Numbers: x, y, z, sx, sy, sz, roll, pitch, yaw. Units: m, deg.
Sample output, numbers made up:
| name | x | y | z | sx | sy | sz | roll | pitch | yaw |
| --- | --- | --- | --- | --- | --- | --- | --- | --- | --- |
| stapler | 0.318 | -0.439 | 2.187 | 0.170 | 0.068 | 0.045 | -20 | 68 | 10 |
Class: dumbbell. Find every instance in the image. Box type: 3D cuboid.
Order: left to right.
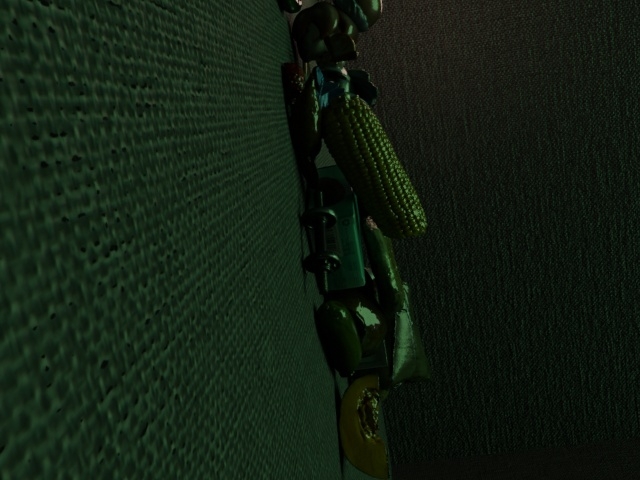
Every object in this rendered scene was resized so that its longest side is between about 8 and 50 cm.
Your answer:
| name | x | y | z | sx | sy | sz | roll | pitch | yaw |
| --- | --- | --- | --- | --- | --- | --- | --- | --- | --- |
| dumbbell | 0.000 | 0.000 | 1.398 | 0.081 | 0.082 | 0.254 | 72 | 12 | -57 |

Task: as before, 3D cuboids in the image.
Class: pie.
| name | x | y | z | sx | sy | sz | roll | pitch | yaw |
| --- | --- | --- | --- | --- | --- | --- | --- | --- | --- |
| pie | 0.168 | 0.069 | 1.765 | 0.277 | 0.079 | 0.277 | -14 | 90 | -80 |

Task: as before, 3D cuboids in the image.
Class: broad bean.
| name | x | y | z | sx | sy | sz | roll | pitch | yaw |
| --- | --- | --- | --- | --- | --- | --- | --- | --- | --- |
| broad bean | -0.084 | -0.650 | 1.669 | 0.292 | 0.049 | 0.144 | -25 | 105 | -83 |

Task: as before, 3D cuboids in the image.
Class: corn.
| name | x | y | z | sx | sy | sz | roll | pitch | yaw |
| --- | --- | --- | --- | --- | --- | --- | --- | --- | --- |
| corn | 0.123 | -0.166 | 1.554 | 0.387 | 0.144 | 0.144 | 61 | 10 | -11 |

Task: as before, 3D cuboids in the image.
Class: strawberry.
| name | x | y | z | sx | sy | sz | roll | pitch | yaw |
| --- | --- | --- | --- | --- | --- | --- | --- | --- | --- |
| strawberry | -0.059 | -0.373 | 1.535 | 0.152 | 0.048 | 0.104 | -86 | 170 | -52 |

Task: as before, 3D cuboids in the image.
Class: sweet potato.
| name | x | y | z | sx | sy | sz | roll | pitch | yaw |
| --- | --- | --- | --- | --- | --- | --- | --- | --- | --- |
| sweet potato | -0.032 | -0.238 | 1.507 | 0.075 | 0.075 | 0.269 | -87 | 176 | -63 |

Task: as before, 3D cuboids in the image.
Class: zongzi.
| name | x | y | z | sx | sy | sz | roll | pitch | yaw |
| --- | --- | --- | --- | --- | --- | --- | --- | --- | --- |
| zongzi | 0.273 | 0.300 | 2.144 | 0.393 | 0.174 | 0.356 | 11 | 81 | -49 |

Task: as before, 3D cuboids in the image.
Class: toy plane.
| name | x | y | z | sx | sy | sz | roll | pitch | yaw |
| --- | --- | --- | --- | --- | --- | --- | --- | --- | --- |
| toy plane | -0.012 | -0.290 | 1.605 | 0.169 | 0.078 | 0.246 | 20 | 89 | -64 |

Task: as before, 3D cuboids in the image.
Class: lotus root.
| name | x | y | z | sx | sy | sz | roll | pitch | yaw |
| --- | --- | --- | --- | --- | --- | --- | --- | --- | --- |
| lotus root | 0.095 | 0.192 | 1.750 | 0.260 | 0.149 | 0.267 | -26 | 104 | -85 |

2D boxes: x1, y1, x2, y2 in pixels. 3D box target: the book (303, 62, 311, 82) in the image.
| name | x | y | z | sx | sy | sz | roll | pitch | yaw |
| --- | --- | --- | --- | --- | --- | --- | --- | --- | --- |
| book | -0.041 | -0.534 | 2.105 | 0.118 | 0.012 | 0.172 | 77 | 8 | -46 |

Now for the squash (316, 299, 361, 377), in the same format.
| name | x | y | z | sx | sy | sz | roll | pitch | yaw |
| --- | --- | --- | --- | --- | --- | --- | --- | --- | --- |
| squash | 0.052 | 0.246 | 1.545 | 0.331 | 0.087 | 0.087 | 77 | 7 | -51 |

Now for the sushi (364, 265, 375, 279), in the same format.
| name | x | y | z | sx | sy | sz | roll | pitch | yaw |
| --- | --- | --- | --- | --- | --- | --- | --- | --- | --- |
| sushi | 0.117 | 0.211 | 2.170 | 0.109 | 0.134 | 0.272 | 15 | 83 | -67 |

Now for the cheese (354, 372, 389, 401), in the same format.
| name | x | y | z | sx | sy | sz | roll | pitch | yaw |
| --- | --- | --- | --- | --- | --- | --- | --- | --- | --- |
| cheese | 0.169 | 0.445 | 2.284 | 0.214 | 0.117 | 0.226 | -97 | -179 | -50 |

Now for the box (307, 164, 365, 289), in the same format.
| name | x | y | z | sx | sy | sz | roll | pitch | yaw |
| --- | --- | --- | --- | --- | --- | --- | --- | --- | --- |
| box | 0.039 | -0.041 | 1.652 | 0.311 | 0.118 | 0.205 | -88 | 171 | -60 |

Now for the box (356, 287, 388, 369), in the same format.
| name | x | y | z | sx | sy | sz | roll | pitch | yaw |
| --- | --- | --- | --- | --- | --- | --- | --- | --- | --- |
| box | 0.119 | 0.261 | 1.927 | 0.086 | 0.130 | 0.225 | -2 | 83 | -85 |

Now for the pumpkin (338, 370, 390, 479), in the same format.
| name | x | y | z | sx | sy | sz | roll | pitch | yaw |
| --- | --- | --- | --- | --- | --- | --- | --- | --- | --- |
| pumpkin | 0.092 | 0.468 | 1.609 | 0.163 | 0.111 | 0.278 | 96 | -9 | -55 |

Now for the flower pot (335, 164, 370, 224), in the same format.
| name | x | y | z | sx | sy | sz | roll | pitch | yaw |
| --- | --- | --- | --- | --- | --- | --- | --- | --- | --- |
| flower pot | 0.067 | -0.137 | 1.900 | 0.235 | 0.148 | 0.235 | -7 | 90 | -88 |

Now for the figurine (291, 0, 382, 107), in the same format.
| name | x | y | z | sx | sy | sz | roll | pitch | yaw |
| --- | --- | --- | --- | --- | --- | --- | --- | --- | --- |
| figurine | 0.048 | -0.514 | 1.831 | 0.277 | 0.248 | 0.388 | -35 | -121 | 51 |
